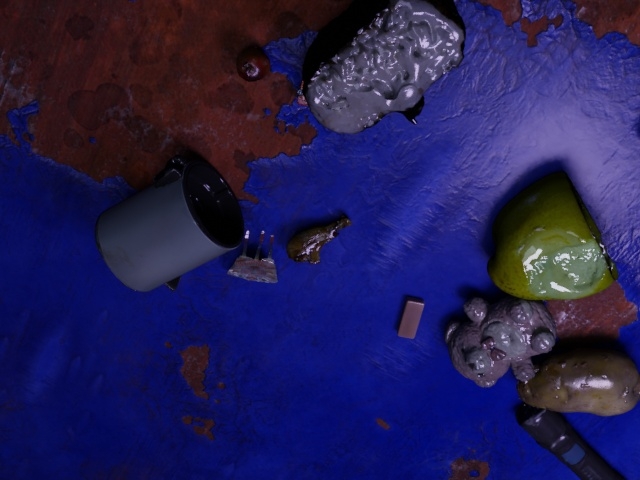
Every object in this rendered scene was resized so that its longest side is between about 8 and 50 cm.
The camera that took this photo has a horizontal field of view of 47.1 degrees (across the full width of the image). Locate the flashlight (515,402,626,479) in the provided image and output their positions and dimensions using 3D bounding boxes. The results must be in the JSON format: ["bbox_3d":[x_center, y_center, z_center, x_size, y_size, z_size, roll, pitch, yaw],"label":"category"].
[{"bbox_3d":[0.678,0.565,1.932,0.424,0.103,0.103,42,118,-18],"label":"flashlight"}]

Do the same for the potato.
[{"bbox_3d":[0.625,0.342,1.776,0.296,0.141,0.192,-9,135,14],"label":"potato"}]

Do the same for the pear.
[{"bbox_3d":[0.486,0.023,1.599,0.292,0.159,0.293,6,123,9],"label":"pear"}]

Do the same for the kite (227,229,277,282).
[{"bbox_3d":[-0.159,0.044,1.749,0.127,0.016,0.229,5,147,-5],"label":"kite"}]

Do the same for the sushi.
[{"bbox_3d":[0.123,-0.352,1.408,0.348,0.208,0.234,-33,126,26],"label":"sushi"}]

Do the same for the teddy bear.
[{"bbox_3d":[0.422,0.232,1.739,0.267,0.151,0.236,-34,89,23],"label":"teddy bear"}]

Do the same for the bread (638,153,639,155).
[{"bbox_3d":[0.737,-0.209,1.455,0.173,0.085,0.134,15,122,1],"label":"bread"}]

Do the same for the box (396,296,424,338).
[{"bbox_3d":[0.223,0.192,1.820,0.048,0.025,0.115,9,122,-2],"label":"box"}]

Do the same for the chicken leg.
[{"bbox_3d":[0.000,0.000,1.725,0.178,0.070,0.093,-35,110,15],"label":"chicken leg"}]

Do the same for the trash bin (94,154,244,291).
[{"bbox_3d":[-0.339,-0.029,1.671,0.262,0.217,0.277,-24,119,22],"label":"trash bin"}]

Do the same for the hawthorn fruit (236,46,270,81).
[{"bbox_3d":[-0.141,-0.363,1.522,0.077,0.077,0.077,4,121,7],"label":"hawthorn fruit"}]

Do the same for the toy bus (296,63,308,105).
[{"bbox_3d":[-0.022,-0.337,1.541,0.043,0.031,0.110,13,122,-6],"label":"toy bus"}]
